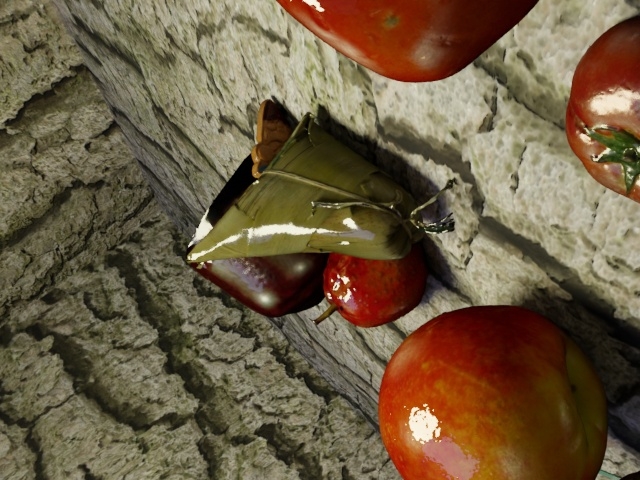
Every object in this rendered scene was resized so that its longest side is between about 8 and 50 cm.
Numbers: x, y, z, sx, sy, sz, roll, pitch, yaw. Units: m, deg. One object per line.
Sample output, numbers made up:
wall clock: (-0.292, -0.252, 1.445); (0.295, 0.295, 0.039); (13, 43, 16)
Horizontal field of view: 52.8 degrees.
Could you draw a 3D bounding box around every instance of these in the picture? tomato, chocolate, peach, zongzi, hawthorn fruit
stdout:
tomato: (0.333, -0.105, 0.642); (0.225, 0.085, 0.225); (42, 161, 18)
chocolate: (-0.097, 0.001, 1.562); (0.331, 0.383, 0.383); (34, 161, 3)
peach: (0.270, 0.286, 1.080); (0.388, 0.388, 0.388); (45, 162, 19)
zongzi: (0.000, 0.000, 1.189); (0.447, 0.418, 0.181); (40, 170, 40)
hawthorn fruit: (0.095, 0.091, 1.332); (0.210, 0.266, 0.230); (50, 164, -16)
tomato: (0.072, -0.278, 0.591); (0.299, 0.226, 0.298); (10, 149, 6)

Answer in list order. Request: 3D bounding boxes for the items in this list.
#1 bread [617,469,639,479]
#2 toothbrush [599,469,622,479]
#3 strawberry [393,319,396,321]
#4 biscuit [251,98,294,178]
bread: (0.532, 0.440, 0.997); (0.135, 0.247, 0.232); (64, 156, 10)
toothbrush: (0.591, 0.480, 1.304); (0.167, 0.014, 0.011); (-5, 105, 70)
strawberry: (0.168, 0.124, 1.504); (0.192, 0.085, 0.140); (-42, 56, 39)
biscuit: (-0.081, -0.177, 1.415); (0.043, 0.183, 0.280); (-13, 86, 40)
